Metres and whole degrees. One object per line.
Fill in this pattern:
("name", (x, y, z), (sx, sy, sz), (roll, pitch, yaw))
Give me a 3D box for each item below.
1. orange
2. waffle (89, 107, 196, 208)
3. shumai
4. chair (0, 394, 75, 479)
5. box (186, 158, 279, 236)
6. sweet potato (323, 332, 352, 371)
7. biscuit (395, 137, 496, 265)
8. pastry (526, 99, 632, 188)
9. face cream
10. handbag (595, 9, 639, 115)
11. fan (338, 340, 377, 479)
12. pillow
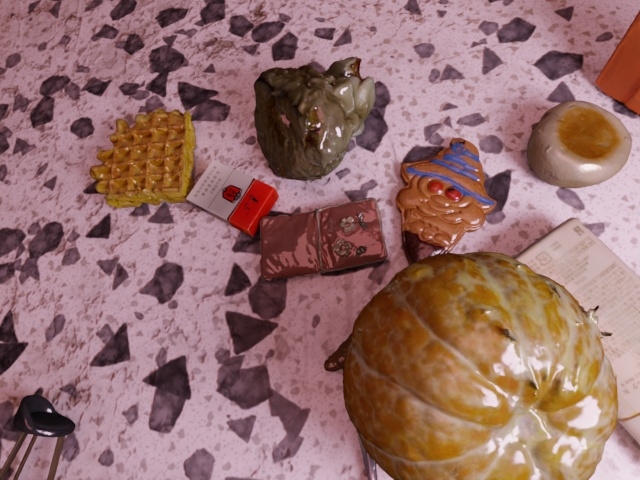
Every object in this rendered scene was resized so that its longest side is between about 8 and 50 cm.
("orange", (0.190, 0.176, 0.512), (0.330, 0.249, 0.328), (0, 93, -7))
("waffle", (-0.377, -0.177, 0.849), (0.220, 0.057, 0.229), (-7, 69, 7))
("shumai", (-0.002, -0.236, 0.769), (0.218, 0.189, 0.256), (-27, 52, -20))
("chair", (-0.478, 0.377, 0.660), (0.095, 0.104, 0.221), (16, 77, -13))
("box", (-0.172, -0.084, 0.790), (0.152, 0.048, 0.100), (26, 78, 19))
("sweet potato", (0.117, 0.125, 0.655), (0.270, 0.074, 0.074), (-32, 69, -1))
("biscuit", (0.217, -0.070, 0.730), (0.183, 0.043, 0.280), (20, 72, 19))
("pastry", (0.441, -0.162, 0.695), (0.157, 0.092, 0.156), (-3, 74, 9))
("face cream", (0.438, 0.139, 0.593), (0.174, 0.081, 0.348), (-36, 69, -3))
("handbag", (0.642, -0.219, 0.570), (0.116, 0.303, 0.410), (-37, 68, -3))
("fan", (0.076, 0.296, 0.630), (0.057, 0.023, 0.281), (-8, 70, -3))
("pillow", (0.000, 0.000, 0.735), (0.233, 0.043, 0.126), (-10, 70, 7))
